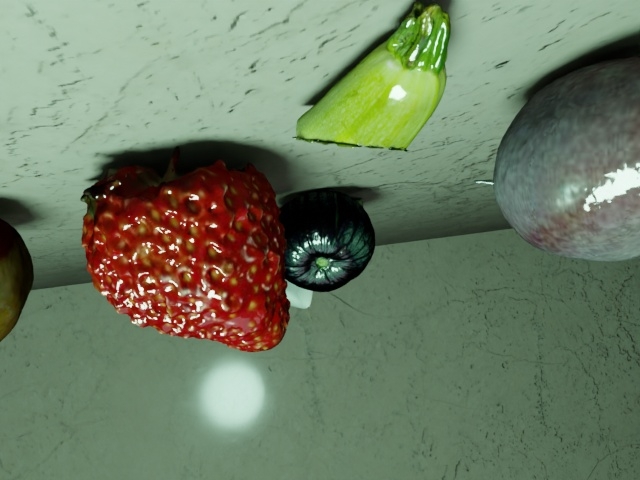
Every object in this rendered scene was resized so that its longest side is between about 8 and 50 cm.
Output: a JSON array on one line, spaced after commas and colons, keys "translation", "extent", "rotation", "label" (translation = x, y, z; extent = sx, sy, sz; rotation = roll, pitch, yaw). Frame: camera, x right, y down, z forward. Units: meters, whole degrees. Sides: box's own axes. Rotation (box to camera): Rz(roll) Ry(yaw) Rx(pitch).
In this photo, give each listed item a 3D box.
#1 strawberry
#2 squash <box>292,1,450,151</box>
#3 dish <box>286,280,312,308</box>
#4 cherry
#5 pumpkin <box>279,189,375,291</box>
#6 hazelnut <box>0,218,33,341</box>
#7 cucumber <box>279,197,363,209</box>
[{"translation": [-0.153, 0.027, 0.643], "extent": [0.260, 0.258, 0.261], "rotation": [-4, -177, 0], "label": "strawberry"}, {"translation": [0.046, -0.104, 0.406], "extent": [0.090, 0.075, 0.200], "rotation": [21, 165, -14], "label": "squash"}, {"translation": [-0.112, 0.046, 1.107], "extent": [0.212, 0.152, 0.077], "rotation": [14, 180, 26], "label": "dish"}, {"translation": [0.275, -0.072, 0.491], "extent": [0.213, 0.184, 0.266], "rotation": [-15, 179, -8], "label": "cherry"}, {"translation": [0.000, 0.000, 0.953], "extent": [0.201, 0.140, 0.202], "rotation": [-3, 132, -3], "label": "pumpkin"}, {"translation": [-0.482, 0.045, 0.664], "extent": [0.229, 0.230, 0.229], "rotation": [-8, 175, -1], "label": "hazelnut"}, {"translation": [-0.043, -0.036, 1.054], "extent": [0.265, 0.077, 0.077], "rotation": [-6, 175, 1], "label": "cucumber"}]
